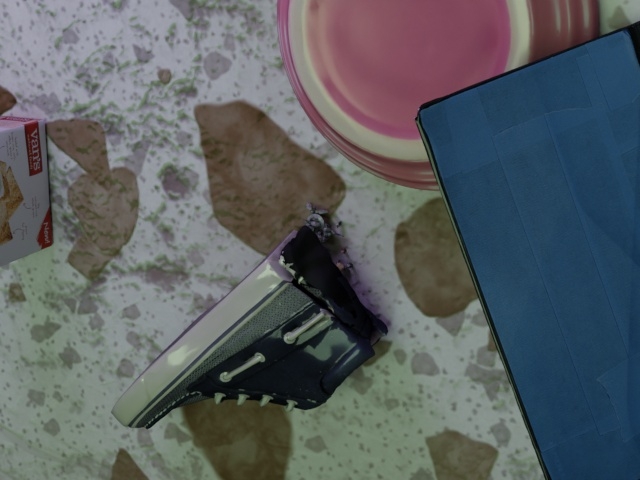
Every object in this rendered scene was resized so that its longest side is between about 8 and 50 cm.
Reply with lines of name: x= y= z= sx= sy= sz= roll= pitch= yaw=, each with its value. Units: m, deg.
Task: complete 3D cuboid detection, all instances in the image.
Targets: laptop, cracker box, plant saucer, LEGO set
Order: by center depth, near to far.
laptop: x=0.360 y=-0.013 z=1.166 sx=0.408 sy=0.236 sz=0.382 roll=-17 pitch=96 yaw=30
plant saucer: x=0.097 y=-0.205 z=1.333 sx=0.332 sy=0.084 sz=0.332 roll=8 pitch=108 yaw=26
LEGO set: x=0.002 y=0.000 z=1.473 sx=0.083 sy=0.023 sz=0.054 roll=48 pitch=119 yaw=7
cracker box: x=-0.395 y=-0.043 z=1.542 sx=0.067 sy=0.232 sz=0.155 roll=6 pitch=107 yaw=24

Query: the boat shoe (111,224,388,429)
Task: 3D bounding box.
boat shoe: x=-0.080 y=0.144 z=1.500 sx=0.158 sy=0.127 sz=0.340 roll=46 pitch=124 yaw=-3
